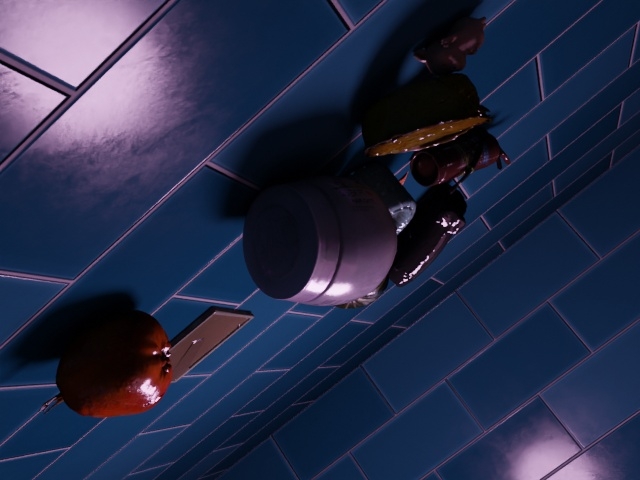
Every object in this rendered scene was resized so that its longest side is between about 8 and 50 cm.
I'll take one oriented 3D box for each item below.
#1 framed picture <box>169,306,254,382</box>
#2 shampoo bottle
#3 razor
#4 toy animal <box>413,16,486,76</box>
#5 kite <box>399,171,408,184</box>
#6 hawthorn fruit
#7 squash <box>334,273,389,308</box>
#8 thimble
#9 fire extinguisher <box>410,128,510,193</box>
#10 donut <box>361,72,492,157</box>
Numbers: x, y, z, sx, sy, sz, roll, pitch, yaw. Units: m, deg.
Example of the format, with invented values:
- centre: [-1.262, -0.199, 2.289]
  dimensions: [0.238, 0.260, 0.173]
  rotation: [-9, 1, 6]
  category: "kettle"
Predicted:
- centre: [-0.351, 0.293, 1.871]
  dimensions: [0.324, 0.020, 0.240]
  rotation: [-40, 160, 11]
  category: "framed picture"
- centre: [0.000, 0.000, 1.415]
  dimensions: [0.266, 0.273, 0.273]
  rotation: [0, 140, -46]
  category: "shampoo bottle"
- centre: [0.314, -0.014, 2.074]
  dimensions: [0.107, 0.189, 0.327]
  rotation: [27, 121, -19]
  category: "razor"
- centre: [0.258, -0.371, 1.305]
  dimensions: [0.150, 0.083, 0.089]
  rotation: [-36, -155, 8]
  category: "toy animal"
- centre: [0.184, -0.107, 1.881]
  dimensions: [0.222, 0.008, 0.125]
  rotation: [-43, 162, 20]
  category: "kite"
- centre: [-0.449, 0.275, 1.410]
  dimensions: [0.299, 0.211, 0.211]
  rotation: [-25, 160, -3]
  category: "hawthorn fruit"
- centre: [0.087, 0.096, 1.908]
  dimensions: [0.218, 0.218, 0.172]
  rotation: [-54, -167, 40]
  category: "squash"
- centre: [0.118, -0.072, 1.643]
  dimensions: [0.198, 0.143, 0.235]
  rotation: [-33, 160, -7]
  category: "thimble"
- centre: [0.388, -0.212, 1.806]
  dimensions: [0.341, 0.141, 0.105]
  rotation: [-19, -178, -39]
  category: "fire extinguisher"
- centre: [0.200, -0.247, 1.360]
  dimensions: [0.272, 0.107, 0.272]
  rotation: [-14, 176, -1]
  category: "donut"
